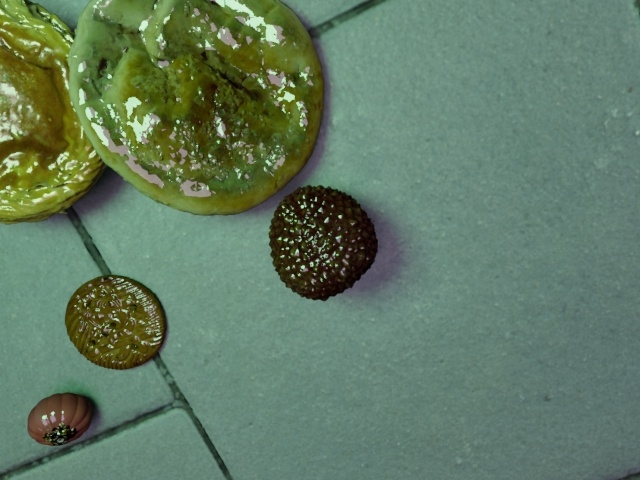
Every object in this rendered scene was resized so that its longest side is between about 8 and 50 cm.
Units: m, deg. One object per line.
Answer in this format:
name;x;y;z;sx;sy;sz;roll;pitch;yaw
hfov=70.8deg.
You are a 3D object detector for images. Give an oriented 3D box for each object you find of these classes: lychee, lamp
lychee;0.000;0.000;0.708;0.188;0.188;0.188;0;103;2
lamp;-0.487;0.335;0.845;0.108;0.092;0.107;-14;130;-17

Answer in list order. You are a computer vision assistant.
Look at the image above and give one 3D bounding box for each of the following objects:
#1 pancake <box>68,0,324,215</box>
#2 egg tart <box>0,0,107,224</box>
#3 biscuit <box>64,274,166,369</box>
pancake;-0.170;-0.225;0.675;0.387;0.082;0.386;-2;95;-19
egg tart;-0.485;-0.201;0.698;0.352;0.150;0.351;-1;106;-3
biscuit;-0.380;0.154;0.835;0.188;0.027;0.187;0;102;2
